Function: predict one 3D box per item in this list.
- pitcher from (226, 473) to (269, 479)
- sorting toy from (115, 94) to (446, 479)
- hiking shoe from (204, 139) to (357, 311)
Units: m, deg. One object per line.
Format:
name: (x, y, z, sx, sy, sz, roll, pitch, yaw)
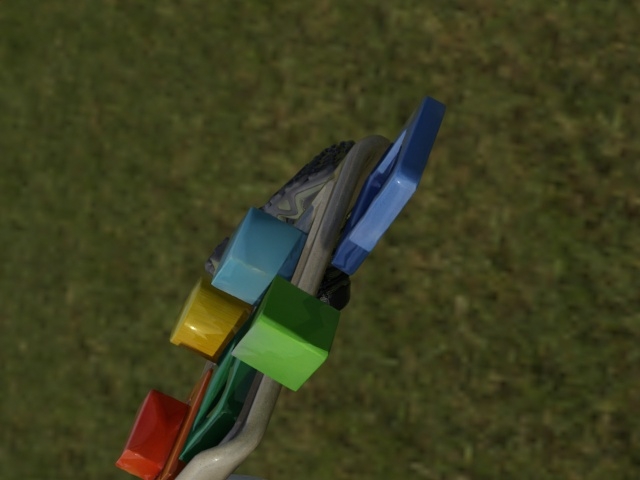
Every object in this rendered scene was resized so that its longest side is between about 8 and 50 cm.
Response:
pitcher: (-0.002, 0.241, 1.352, 0.178, 0.207, 0.125, -49, 16, 30)
sorting toy: (-0.047, 0.054, 0.888, 0.347, 0.047, 0.196, -51, 10, 55)
hiking shoe: (0.000, 0.000, 1.614, 0.227, 0.114, 0.086, -39, 5, 48)
